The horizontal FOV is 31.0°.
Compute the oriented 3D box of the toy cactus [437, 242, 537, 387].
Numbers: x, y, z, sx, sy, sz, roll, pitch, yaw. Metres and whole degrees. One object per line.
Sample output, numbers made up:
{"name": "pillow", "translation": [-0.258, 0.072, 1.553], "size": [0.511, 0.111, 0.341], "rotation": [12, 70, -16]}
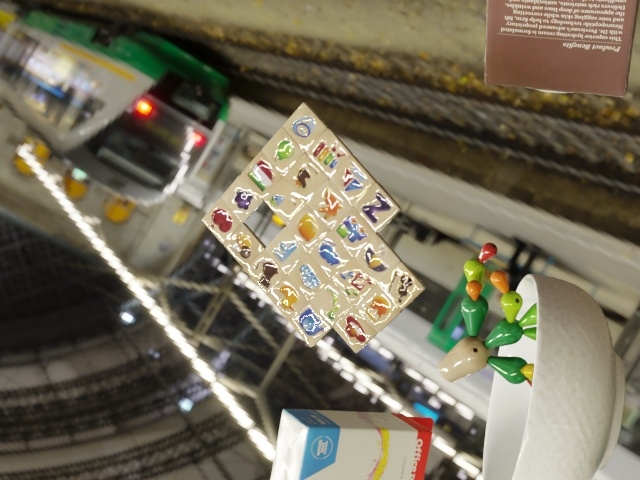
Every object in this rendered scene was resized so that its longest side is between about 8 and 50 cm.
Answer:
{"name": "toy cactus", "translation": [0.239, 0.129, 1.578], "size": [0.219, 0.180, 0.112], "rotation": [54, -153, 4]}

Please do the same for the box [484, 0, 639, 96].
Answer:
{"name": "box", "translation": [0.284, -0.300, 1.330], "size": [0.168, 0.167, 0.203], "rotation": [8, 139, 13]}

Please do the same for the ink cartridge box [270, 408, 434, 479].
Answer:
{"name": "ink cartridge box", "translation": [0.057, 0.293, 1.479], "size": [0.231, 0.134, 0.078], "rotation": [7, -174, -28]}

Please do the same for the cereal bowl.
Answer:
{"name": "cereal bowl", "translation": [0.320, 0.218, 1.559], "size": [0.141, 0.339, 0.339], "rotation": [9, 180, 1]}

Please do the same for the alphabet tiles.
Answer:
{"name": "alphabet tiles", "translation": [0.000, 0.000, 1.273], "size": [0.237, 0.198, 0.009], "rotation": [49, -152, 9]}
